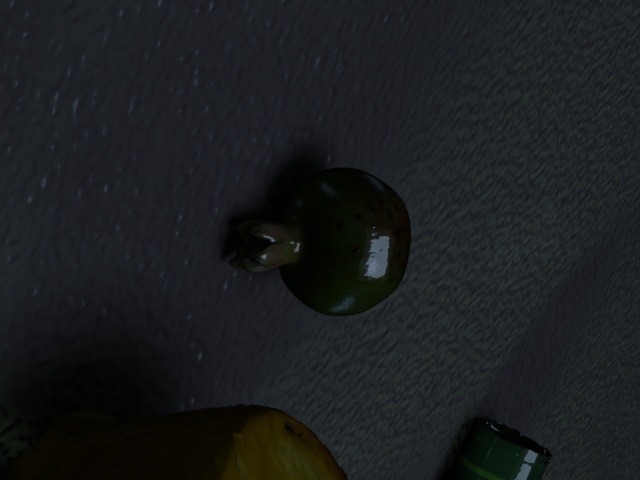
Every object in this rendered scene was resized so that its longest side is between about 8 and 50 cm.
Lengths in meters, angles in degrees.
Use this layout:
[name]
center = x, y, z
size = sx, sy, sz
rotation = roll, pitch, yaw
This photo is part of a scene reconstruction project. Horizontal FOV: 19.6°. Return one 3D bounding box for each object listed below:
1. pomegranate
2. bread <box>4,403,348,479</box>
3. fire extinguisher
[pomegranate]
center = 0.000, 0.000, 1.391
size = 0.142, 0.114, 0.114
rotation = -2, 119, -32
[bread]
center = -0.084, 0.293, 1.258
size = 0.398, 0.215, 0.398
rotation = -15, 90, -70
[fire extinguisher]
center = 0.147, 0.338, 1.965
size = 0.093, 0.118, 0.294
rotation = 20, 98, -28
